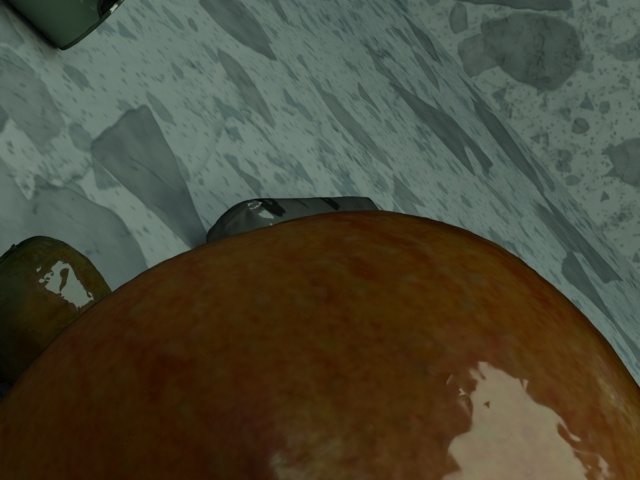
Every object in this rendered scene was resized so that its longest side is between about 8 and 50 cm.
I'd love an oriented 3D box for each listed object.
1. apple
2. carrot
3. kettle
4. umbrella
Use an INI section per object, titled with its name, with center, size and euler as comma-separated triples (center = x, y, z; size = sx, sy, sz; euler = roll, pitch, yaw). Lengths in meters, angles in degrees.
[apple]
center = 0.007, 0.151, 0.512
size = 0.299, 0.299, 0.275
euler = 29, 17, -49
[carrot]
center = -0.076, 0.120, 0.750
size = 0.298, 0.078, 0.078
euler = 49, 17, -16
[kettle]
center = -0.224, -0.223, 1.055
size = 0.148, 0.126, 0.098
euler = 46, 50, -23
[umbrella]
center = 0.000, 0.000, 1.170
size = 0.073, 0.067, 0.337
euler = 66, 19, 6
